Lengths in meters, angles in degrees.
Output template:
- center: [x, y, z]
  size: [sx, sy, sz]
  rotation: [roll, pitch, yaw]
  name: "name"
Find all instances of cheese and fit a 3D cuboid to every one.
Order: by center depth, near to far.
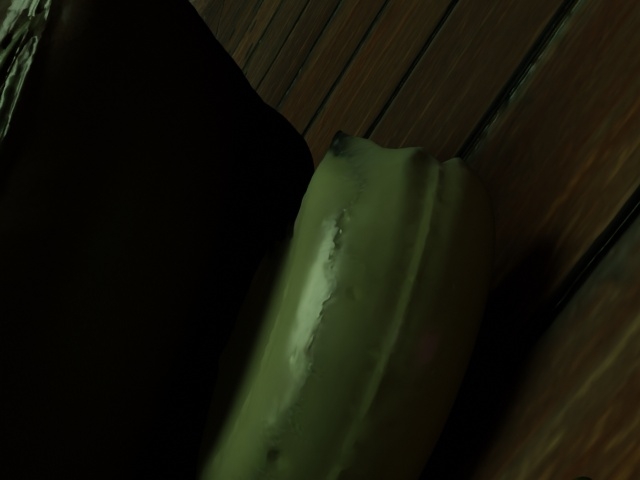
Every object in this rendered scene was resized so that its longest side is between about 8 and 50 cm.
- center: [-0.010, 0.089, 0.467]
  size: [0.163, 0.070, 0.249]
  rotation: [160, 129, -77]
  name: "cheese"

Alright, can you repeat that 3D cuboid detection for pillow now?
- center: [-0.093, 0.048, 0.555]
  size: [0.305, 0.108, 0.308]
  rotation: [45, -117, -69]
  name: "pillow"

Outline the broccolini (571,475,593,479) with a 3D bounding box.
- center: [-0.025, 0.182, 0.419]
  size: [0.392, 0.078, 0.074]
  rotation: [-44, 22, 34]
  name: "broccolini"
